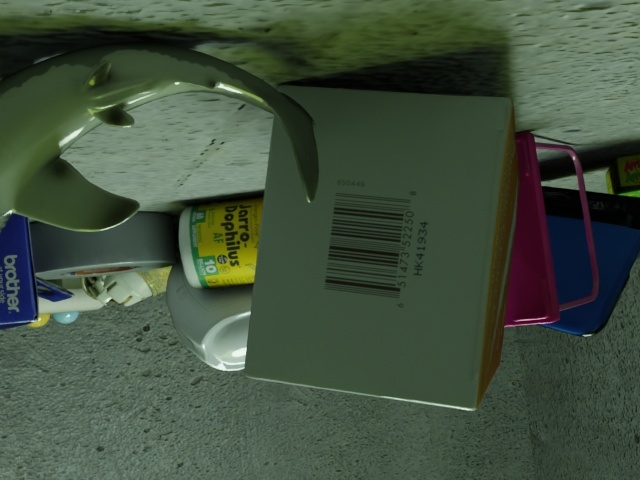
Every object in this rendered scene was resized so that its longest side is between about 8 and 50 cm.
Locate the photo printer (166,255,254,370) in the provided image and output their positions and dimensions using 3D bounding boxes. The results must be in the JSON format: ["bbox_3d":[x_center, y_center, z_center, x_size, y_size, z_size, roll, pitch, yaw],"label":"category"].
[{"bbox_3d":[-0.071,0.069,1.252,0.308,0.107,0.256,-17,-151,-14],"label":"photo printer"}]

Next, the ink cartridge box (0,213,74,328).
[{"bbox_3d":[-0.502,0.047,0.990,0.396,0.151,0.270,-5,176,-32],"label":"ink cartridge box"}]

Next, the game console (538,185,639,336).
[{"bbox_3d":[0.339,0.016,1.170,0.250,0.173,0.293,1,-172,-39],"label":"game console"}]

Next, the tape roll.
[{"bbox_3d":[-0.321,0.010,1.228,0.219,0.072,0.219,-6,175,-1],"label":"tape roll"}]

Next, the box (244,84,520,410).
[{"bbox_3d":[0.077,0.011,0.738,0.168,0.214,0.345,6,178,14],"label":"box"}]

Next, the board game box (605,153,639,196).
[{"bbox_3d":[0.474,-0.094,1.234,0.092,0.043,0.181,-7,175,13],"label":"board game box"}]

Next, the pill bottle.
[{"bbox_3d":[-0.077,-0.001,1.144,0.209,0.117,0.117,-6,175,5],"label":"pill bottle"}]

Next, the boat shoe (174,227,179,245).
[{"bbox_3d":[-0.209,-0.009,1.358,0.046,0.038,0.125,-26,-173,-31],"label":"boat shoe"}]

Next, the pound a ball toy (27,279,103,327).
[{"bbox_3d":[-0.516,0.091,1.558,0.208,0.135,0.319,-9,176,25],"label":"pound a ball toy"}]

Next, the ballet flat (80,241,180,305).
[{"bbox_3d":[-0.334,0.062,1.456,0.123,0.123,0.349,-4,177,-30],"label":"ballet flat"}]

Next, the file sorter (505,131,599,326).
[{"bbox_3d":[0.167,0.003,1.033,0.291,0.202,0.182,-10,176,36],"label":"file sorter"}]

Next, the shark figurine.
[{"bbox_3d":[-0.135,-0.075,0.496,0.278,0.166,0.116,-23,-154,-14],"label":"shark figurine"}]
